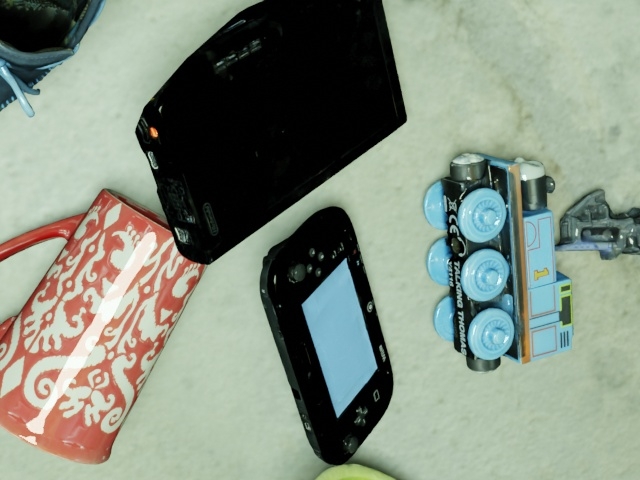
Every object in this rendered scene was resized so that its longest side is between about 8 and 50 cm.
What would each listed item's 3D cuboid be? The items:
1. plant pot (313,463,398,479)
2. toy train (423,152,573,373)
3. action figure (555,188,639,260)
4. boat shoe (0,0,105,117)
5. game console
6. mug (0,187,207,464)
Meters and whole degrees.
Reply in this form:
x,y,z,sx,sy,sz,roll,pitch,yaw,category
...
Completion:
x,y,z,sx,sy,sz,roll,pitch,yaw,category
-0.002,0.359,0.775,0.276,0.276,0.254,39,112,-22,plant pot
0.145,0.016,0.819,0.105,0.080,0.184,-13,106,-23,toy train
0.370,-0.052,0.816,0.341,0.178,0.330,-9,101,-14,action figure
-0.186,-0.143,0.596,0.109,0.089,0.258,18,141,-26,boat shoe
0.000,0.000,0.749,0.213,0.044,0.361,-38,127,-34,game console
-0.171,0.049,0.714,0.150,0.113,0.169,31,91,-24,mug
